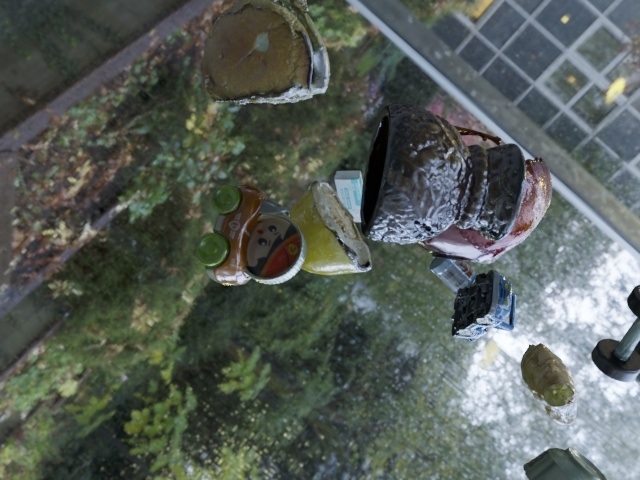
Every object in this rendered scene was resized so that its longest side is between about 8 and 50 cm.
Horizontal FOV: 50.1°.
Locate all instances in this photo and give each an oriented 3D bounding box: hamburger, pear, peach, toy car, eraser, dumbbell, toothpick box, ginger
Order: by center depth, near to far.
[{"bbox_3d":[0.633,0.187,1.378,0.100,0.100,0.191,-55,165,-56],"label":"dumbbell"},{"bbox_3d":[0.338,0.139,1.385,0.191,0.100,0.097,121,-18,-62],"label":"toy car"},{"bbox_3d":[-0.134,-0.002,1.486,0.235,0.235,0.145,-50,163,-5],"label":"toy car"},{"bbox_3d":[0.356,-0.099,1.694,0.335,0.405,0.310,-136,-119,-84],"label":"peach"},{"bbox_3d":[-0.001,-0.002,1.733,0.178,0.267,0.267,-34,-171,21],"label":"pear"},{"bbox_3d":[-0.143,-0.480,1.744,0.195,0.317,0.277,-37,127,-63],"label":"hamburger"},{"bbox_3d":[0.677,0.457,2.033,0.375,0.165,0.236,-47,139,-65],"label":"ginger"},{"bbox_3d":[0.438,0.109,2.200,0.101,0.153,0.101,-44,-170,10],"label":"toothpick box"},{"bbox_3d":[0.117,-0.164,2.570,0.225,0.095,0.052,75,21,-44],"label":"eraser"}]

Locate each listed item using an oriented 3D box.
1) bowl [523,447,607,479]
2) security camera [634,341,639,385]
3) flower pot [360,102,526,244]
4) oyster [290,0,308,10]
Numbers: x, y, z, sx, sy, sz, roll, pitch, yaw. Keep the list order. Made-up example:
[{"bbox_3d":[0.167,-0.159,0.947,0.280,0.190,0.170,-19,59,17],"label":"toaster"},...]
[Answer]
[{"bbox_3d":[0.591,0.565,1.604,0.112,0.211,0.211,-54,-177,10],"label":"bowl"},{"bbox_3d":[0.814,0.257,1.555,0.236,0.195,0.194,-29,177,-18],"label":"security camera"},{"bbox_3d":[0.229,-0.111,1.305,0.266,0.267,0.267,-170,-90,-84],"label":"flower pot"},{"bbox_3d":[-0.057,-0.602,1.683,0.038,0.081,0.083,-31,-158,24],"label":"oyster"}]
